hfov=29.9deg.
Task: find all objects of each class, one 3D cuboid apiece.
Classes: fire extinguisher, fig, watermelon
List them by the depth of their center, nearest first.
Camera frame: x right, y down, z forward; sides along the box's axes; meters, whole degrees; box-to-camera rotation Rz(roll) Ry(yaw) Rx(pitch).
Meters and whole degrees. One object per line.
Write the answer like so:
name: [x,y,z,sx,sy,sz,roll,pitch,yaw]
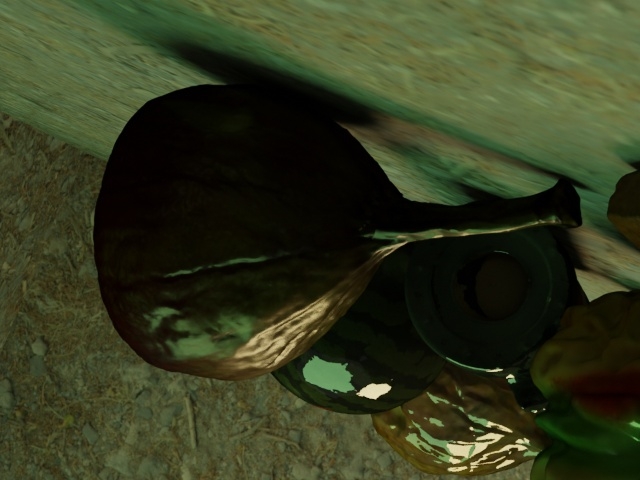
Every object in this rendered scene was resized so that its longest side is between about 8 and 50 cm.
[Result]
fig: [-0.005,-0.030,0.705,0.290,0.191,0.190,-30,144,31]
fire extinguisher: [0.155,0.091,0.949,0.113,0.200,0.376,1,172,16]
watermelon: [0.031,0.062,1.138,0.212,0.212,0.212,23,178,1]
fig: [0.243,0.241,1.622,0.369,0.286,0.286,45,-169,32]

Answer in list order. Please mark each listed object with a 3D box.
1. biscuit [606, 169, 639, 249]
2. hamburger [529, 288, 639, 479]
biscuit: [0.221,0.034,0.469,0.215,0.034,0.182,35,177,-4]
hamburger: [0.233,0.101,0.718,0.237,0.149,0.237,2,172,0]
